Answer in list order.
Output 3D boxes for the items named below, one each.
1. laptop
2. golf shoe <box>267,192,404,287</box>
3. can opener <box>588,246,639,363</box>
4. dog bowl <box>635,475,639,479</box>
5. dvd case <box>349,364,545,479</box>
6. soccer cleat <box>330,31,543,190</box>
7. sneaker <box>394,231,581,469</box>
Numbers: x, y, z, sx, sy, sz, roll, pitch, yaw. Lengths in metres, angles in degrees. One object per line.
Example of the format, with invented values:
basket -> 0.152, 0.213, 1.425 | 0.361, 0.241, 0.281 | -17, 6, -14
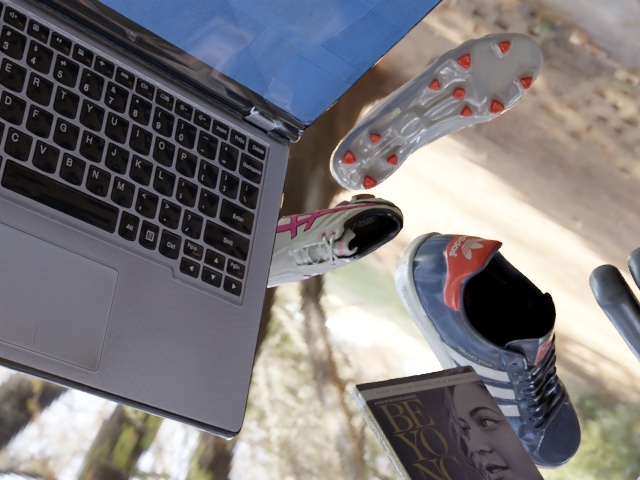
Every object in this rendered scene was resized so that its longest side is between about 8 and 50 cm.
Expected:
laptop -> -0.084, -0.106, 0.878 | 0.236, 0.408, 0.382 | -8, 155, 42
golf shoe -> 0.000, 0.000, 1.356 | 0.068, 0.186, 0.086 | 68, 169, -13
can opener -> 0.329, 0.105, 1.184 | 0.280, 0.074, 0.093 | 49, -160, -43
dog bowl -> 0.323, 0.259, 0.999 | 0.074, 0.166, 0.297 | 32, -178, -17
dvd case -> 0.144, 0.221, 1.261 | 0.164, 0.018, 0.221 | -4, -130, -39
soccer cleat -> 0.090, -0.111, 1.051 | 0.068, 0.196, 0.076 | 55, -173, -16
sneaker -> 0.228, 0.135, 1.475 | 0.148, 0.131, 0.350 | -8, 128, 49
